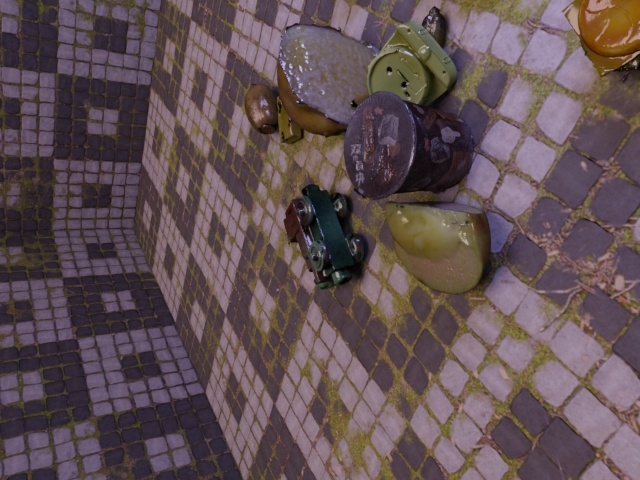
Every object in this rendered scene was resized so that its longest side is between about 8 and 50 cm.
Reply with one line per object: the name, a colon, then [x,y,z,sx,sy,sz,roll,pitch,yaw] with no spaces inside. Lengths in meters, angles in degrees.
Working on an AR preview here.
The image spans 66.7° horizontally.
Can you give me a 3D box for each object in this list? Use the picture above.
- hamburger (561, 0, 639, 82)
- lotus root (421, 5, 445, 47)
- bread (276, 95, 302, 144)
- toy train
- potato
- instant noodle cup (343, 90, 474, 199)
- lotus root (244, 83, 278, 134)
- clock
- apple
hamburger: [0.465,-0.338,0.723,0.164,0.093,0.190,-24,74,51]
lotus root: [0.247,-0.459,1.066,0.054,0.049,0.099,13,111,29]
bread: [-0.104,-0.434,1.580,0.088,0.049,0.226,-13,81,55]
toy train: [0.000,0.000,1.393,0.221,0.150,0.304,-51,52,57]
potato: [0.004,-0.387,1.282,0.237,0.300,0.289,139,149,-67]
instant noodle cup: [0.191,-0.193,1.031,0.217,0.207,0.218,8,100,54]
lotus root: [-0.205,-0.462,1.669,0.125,0.118,0.221,-34,66,32]
clock: [0.174,-0.351,1.091,0.170,0.069,0.232,48,131,-1]
apple: [0.260,0.008,1.029,0.265,0.120,0.193,15,118,57]
